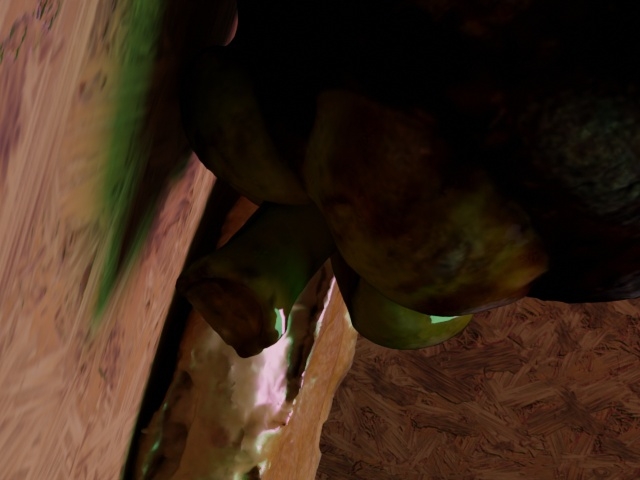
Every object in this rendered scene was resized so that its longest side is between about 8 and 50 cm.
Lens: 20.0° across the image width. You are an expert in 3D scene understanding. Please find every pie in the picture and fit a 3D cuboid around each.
[{"bbox_3d":[-0.032,0.085,1.114,0.339,0.083,0.339,18,90,-80],"label":"pie"}]

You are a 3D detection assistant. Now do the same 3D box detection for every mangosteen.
[{"bbox_3d":[0.082,-0.101,0.811,0.313,0.297,0.297,-35,-157,38],"label":"mangosteen"}]
